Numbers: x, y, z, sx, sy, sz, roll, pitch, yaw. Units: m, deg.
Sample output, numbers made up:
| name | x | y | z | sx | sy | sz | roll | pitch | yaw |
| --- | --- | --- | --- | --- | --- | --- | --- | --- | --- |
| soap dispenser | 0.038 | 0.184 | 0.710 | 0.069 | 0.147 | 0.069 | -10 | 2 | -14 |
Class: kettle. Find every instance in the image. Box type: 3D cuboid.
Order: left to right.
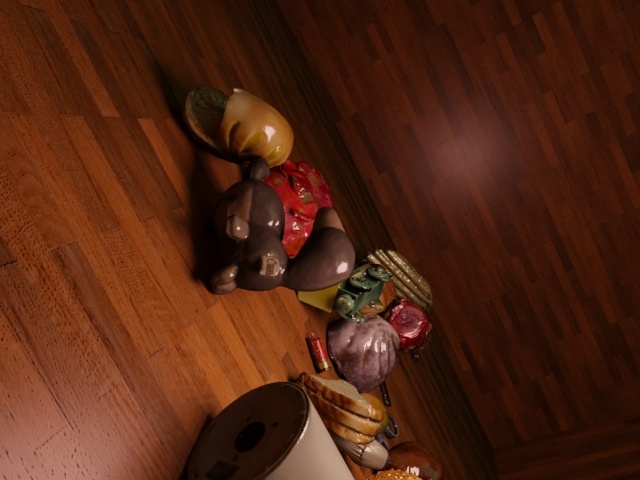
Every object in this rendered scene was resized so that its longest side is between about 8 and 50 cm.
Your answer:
| name | x | y | z | sx | sy | sz | roll | pitch | yaw |
| --- | --- | --- | --- | --- | --- | --- | --- | --- | --- |
| kettle | -0.072 | 0.529 | 0.845 | 0.377 | 0.249 | 0.361 | 61 | 39 | -20 |

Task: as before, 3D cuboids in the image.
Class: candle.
| name | x | y | z | sx | sy | sz | roll | pitch | yaw |
| --- | --- | --- | --- | --- | --- | --- | --- | --- | --- |
| candle | -0.007 | 0.362 | 1.474 | 0.052 | 0.052 | 0.131 | 17 | 50 | -66 |

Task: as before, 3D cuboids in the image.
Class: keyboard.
| name | x | y | z | sx | sy | sz | roll | pitch | yaw |
| --- | --- | --- | --- | --- | --- | --- | --- | --- | --- |
| keyboard | 0.264 | 0.601 | 1.971 | 0.072 | 0.023 | 0.231 | 50 | 23 | -56 |

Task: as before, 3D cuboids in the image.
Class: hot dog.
| name | x | y | z | sx | sy | sz | roll | pitch | yaw |
| --- | --- | --- | --- | --- | --- | --- | --- | --- | --- |
| hot dog | 0.211 | 0.207 | 2.059 | 0.223 | 0.185 | 0.405 | 68 | 18 | 4 |

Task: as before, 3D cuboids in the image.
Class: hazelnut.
| name | x | y | z | sx | sy | sz | roll | pitch | yaw |
| --- | --- | --- | --- | --- | --- | --- | --- | --- | --- |
| hazelnut | 0.291 | 0.800 | 1.524 | 0.229 | 0.229 | 0.230 | 53 | 22 | -32 |

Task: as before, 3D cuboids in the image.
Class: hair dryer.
| name | x | y | z | sx | sy | sz | roll | pitch | yaw |
| --- | --- | --- | --- | --- | --- | --- | --- | --- | --- |
| hair dryer | 0.074 | 0.584 | 1.352 | 0.219 | 0.088 | 0.225 | 35 | -14 | -21 |

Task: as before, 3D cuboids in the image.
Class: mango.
| name | x | y | z | sx | sy | sz | roll | pitch | yaw |
| --- | --- | --- | --- | --- | --- | --- | --- | --- | --- |
| mango | 0.176 | 0.607 | 1.586 | 0.194 | 0.091 | 0.130 | 39 | 38 | -42 |

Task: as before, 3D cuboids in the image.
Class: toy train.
| name | x | y | z | sx | sy | sz | roll | pitch | yaw |
| --- | --- | --- | --- | --- | --- | --- | --- | --- | --- |
| toy train | 0.099 | 0.166 | 1.648 | 0.397 | 0.253 | 0.160 | -13 | 120 | -64 |

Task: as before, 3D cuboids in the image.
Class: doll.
| name | x | y | z | sx | sy | sz | roll | pitch | yaw |
| --- | --- | --- | --- | --- | --- | --- | --- | --- | --- |
| doll | -0.117 | -0.014 | 1.218 | 0.378 | 0.252 | 0.383 | 13 | 51 | -17 |

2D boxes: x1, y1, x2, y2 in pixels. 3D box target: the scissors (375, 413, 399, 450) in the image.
| name | x | y | z | sx | sy | sz | roll | pitch | yaw |
| --- | --- | --- | --- | --- | --- | --- | --- | --- | --- |
| scissors | 0.186 | 0.629 | 1.701 | 0.384 | 0.029 | 0.256 | 61 | 24 | -4 |

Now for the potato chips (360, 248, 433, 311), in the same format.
| name | x | y | z | sx | sy | sz | roll | pitch | yaw |
| --- | --- | --- | --- | --- | --- | --- | --- | --- | --- |
| potato chips | 0.365 | 0.215 | 2.270 | 0.429 | 0.358 | 0.070 | 43 | 53 | -9 |

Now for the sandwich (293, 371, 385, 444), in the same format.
| name | x | y | z | sx | sy | sz | roll | pitch | yaw |
| --- | --- | --- | --- | --- | --- | --- | --- | --- | --- |
| sandwich | 0.077 | 0.478 | 1.297 | 0.288 | 0.254 | 0.100 | 38 | 74 | -57 |

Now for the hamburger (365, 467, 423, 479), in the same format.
| name | x | y | z | sx | sy | sz | roll | pitch | yaw |
| --- | --- | --- | --- | --- | --- | --- | --- | --- | --- |
| hamburger | 0.211 | 0.771 | 1.210 | 0.179 | 0.275 | 0.294 | 58 | 11 | -55 |

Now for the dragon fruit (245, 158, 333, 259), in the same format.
| name | x | y | z | sx | sy | sz | roll | pitch | yaw |
| --- | --- | --- | --- | --- | --- | --- | --- | --- | --- |
| dragon fruit | -0.083 | -0.126 | 1.605 | 0.371 | 0.249 | 0.387 | 27 | 40 | -55 |

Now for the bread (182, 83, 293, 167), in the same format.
| name | x | y | z | sx | sy | sz | roll | pitch | yaw |
| --- | --- | --- | --- | --- | --- | --- | --- | --- | --- |
| bread | -0.239 | -0.310 | 1.328 | 0.333 | 0.332 | 0.160 | 41 | 68 | -52 |

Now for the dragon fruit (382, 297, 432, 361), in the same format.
| name | x | y | z | sx | sy | sz | roll | pitch | yaw |
| --- | --- | --- | --- | --- | --- | --- | --- | --- | --- |
| dragon fruit | 0.410 | 0.427 | 2.207 | 0.269 | 0.250 | 0.291 | 34 | -20 | 17 |

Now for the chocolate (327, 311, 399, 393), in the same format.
| name | x | y | z | sx | sy | sz | roll | pitch | yaw |
| --- | --- | --- | --- | --- | --- | --- | --- | --- | --- |
| chocolate | 0.187 | 0.391 | 1.678 | 0.303 | 0.213 | 0.303 | 47 | 23 | -27 |
